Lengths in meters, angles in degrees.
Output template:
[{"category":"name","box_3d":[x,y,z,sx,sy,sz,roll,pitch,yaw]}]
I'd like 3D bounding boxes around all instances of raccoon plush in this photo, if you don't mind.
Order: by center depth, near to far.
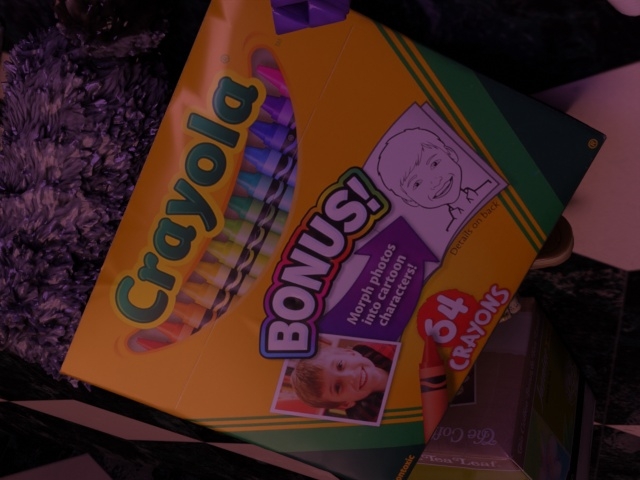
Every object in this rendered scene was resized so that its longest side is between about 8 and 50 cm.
[{"category":"raccoon plush","box_3d":[-0.258,-0.064,0.715,0.216,0.299,0.446,11,151,11]}]

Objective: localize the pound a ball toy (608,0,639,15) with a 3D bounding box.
[{"category":"pound a ball toy","box_3d":[0.071,-0.220,0.352,0.319,0.208,0.136,31,149,-25]}]

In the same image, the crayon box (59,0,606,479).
[{"category":"crayon box","box_3d":[0.000,0.000,0.665,0.313,0.363,0.106,23,-164,-12]}]

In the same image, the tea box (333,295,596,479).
[{"category":"tea box","box_3d":[0.177,0.246,1.113,0.329,0.220,0.323,-3,147,32]}]

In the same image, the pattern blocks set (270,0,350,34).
[{"category":"pattern blocks set","box_3d":[-0.097,-0.174,0.287,0.325,0.026,0.285,25,156,-37]}]

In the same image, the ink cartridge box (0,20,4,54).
[{"category":"ink cartridge box","box_3d":[-0.444,-0.199,0.798,0.212,0.093,0.154,24,151,-16]}]

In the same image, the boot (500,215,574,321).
[{"category":"boot","box_3d":[0.195,0.030,0.870,0.213,0.077,0.165,-1,147,40]}]

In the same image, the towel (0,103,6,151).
[{"category":"towel","box_3d":[-0.476,-0.068,0.997,0.312,0.056,0.324,25,128,-15]}]
